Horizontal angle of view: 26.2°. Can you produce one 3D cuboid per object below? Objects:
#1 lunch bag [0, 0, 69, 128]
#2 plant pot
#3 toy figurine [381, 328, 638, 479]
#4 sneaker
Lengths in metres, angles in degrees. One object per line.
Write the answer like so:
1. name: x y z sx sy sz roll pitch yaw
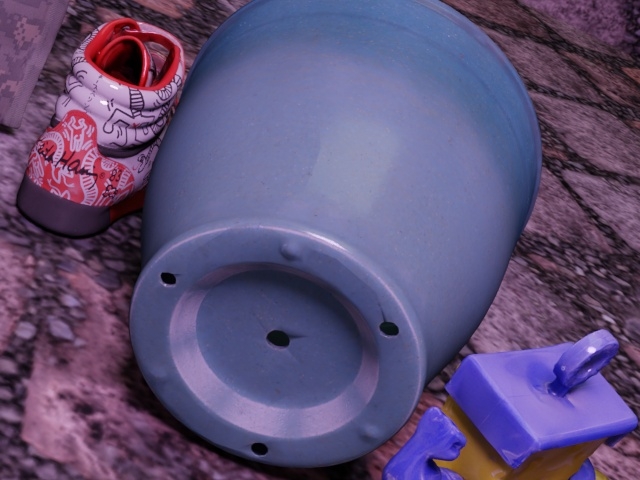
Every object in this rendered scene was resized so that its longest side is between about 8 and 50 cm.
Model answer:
1. lunch bag: -0.339 -0.248 1.145 0.235 0.169 0.287 17 30 -22
2. plant pot: 0.000 0.000 0.907 0.271 0.272 0.255 26 34 -3
3. toy figurine: 0.136 0.148 0.785 0.362 0.217 0.191 0 36 -46
4. sneaker: -0.136 -0.105 1.096 0.090 0.145 0.270 30 23 7
